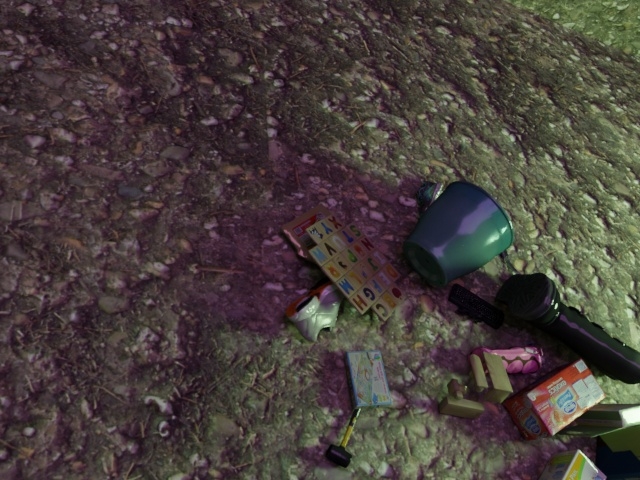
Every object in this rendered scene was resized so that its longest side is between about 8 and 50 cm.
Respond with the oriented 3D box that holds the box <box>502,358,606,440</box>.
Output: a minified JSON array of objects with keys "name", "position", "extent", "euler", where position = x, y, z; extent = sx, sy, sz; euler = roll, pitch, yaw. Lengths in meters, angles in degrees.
[{"name":"box","position":[0.683,0.465,1.559],"extent":[0.257,0.122,0.128],"euler":[-20,71,-27]}]

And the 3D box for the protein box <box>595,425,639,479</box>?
[{"name":"protein box","position":[0.938,0.638,1.510],"extent":[0.201,0.200,0.135],"euler":[26,58,-5]}]

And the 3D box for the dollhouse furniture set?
[{"name":"dollhouse furniture set","position":[0.423,0.404,1.504],"extent":[0.144,0.151,0.123],"euler":[14,38,-12]}]

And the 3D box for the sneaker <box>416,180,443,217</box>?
[{"name":"sneaker","position":[0.358,-0.142,1.821],"extent":[0.076,0.065,0.166],"euler":[22,53,12]}]

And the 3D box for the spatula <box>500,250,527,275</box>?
[{"name":"spatula","position":[0.644,0.075,1.812],"extent":[0.084,0.030,0.296],"euler":[-14,68,-20]}]

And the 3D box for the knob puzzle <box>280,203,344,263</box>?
[{"name":"knob puzzle","position":[0.000,0.000,1.624],"extent":[0.213,0.030,0.213],"euler":[9,60,-15]}]

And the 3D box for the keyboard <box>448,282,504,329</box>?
[{"name":"keyboard","position":[0.497,0.213,1.681],"extent":[0.192,0.038,0.100],"euler":[31,57,-1]}]

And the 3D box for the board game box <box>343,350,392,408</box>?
[{"name":"board game box","position":[0.128,0.378,1.453],"extent":[0.104,0.026,0.154],"euler":[3,54,-18]}]

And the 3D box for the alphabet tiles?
[{"name":"alphabet tiles","position":[0.107,0.071,1.562],"extent":[0.342,0.011,0.285],"euler":[49,35,6]}]

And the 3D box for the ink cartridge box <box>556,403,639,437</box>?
[{"name":"ink cartridge box","position":[0.803,0.517,1.544],"extent":[0.235,0.171,0.056],"euler":[-2,75,-20]}]

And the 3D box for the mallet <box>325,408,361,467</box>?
[{"name":"mallet","position":[0.084,0.496,1.383],"extent":[0.062,0.039,0.189],"euler":[37,53,4]}]

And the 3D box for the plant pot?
[{"name":"plant pot","position":[0.404,-0.001,1.648],"extent":[0.255,0.271,0.271],"euler":[-39,80,-16]}]

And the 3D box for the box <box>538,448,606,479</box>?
[{"name":"box","position":[0.657,0.682,1.438],"extent":[0.103,0.114,0.203],"euler":[45,59,8]}]

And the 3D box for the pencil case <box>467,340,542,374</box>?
[{"name":"pencil case","position":[0.552,0.353,1.589],"extent":[0.210,0.098,0.095],"euler":[0,63,-19]}]

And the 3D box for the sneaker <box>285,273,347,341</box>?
[{"name":"sneaker","position":[0.016,0.187,1.506],"extent":[0.262,0.099,0.121],"euler":[-35,104,-39]}]

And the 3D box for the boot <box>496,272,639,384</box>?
[{"name":"boot","position":[0.770,0.280,1.577],"extent":[0.445,0.367,0.146],"euler":[39,98,3]}]
